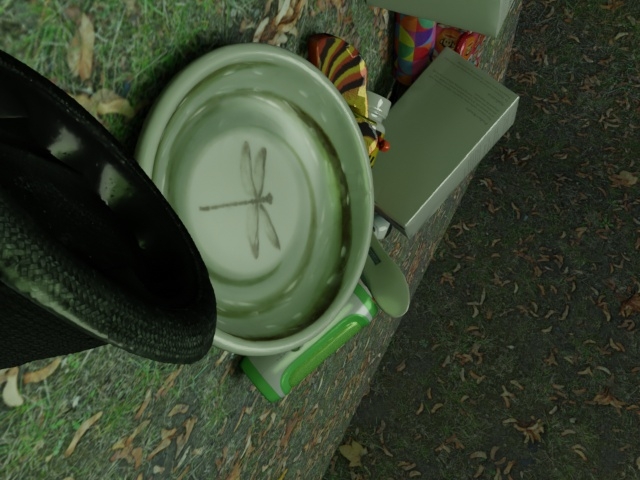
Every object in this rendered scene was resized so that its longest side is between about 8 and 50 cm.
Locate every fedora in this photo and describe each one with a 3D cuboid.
[{"bbox_3d":[-0.232,0.001,0.476,0.153,0.334,0.334,-35,162,5],"label":"fedora"}]

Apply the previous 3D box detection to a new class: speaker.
[{"bbox_3d":[-0.023,0.204,1.272,0.296,0.131,0.131,-40,156,-8],"label":"speaker"}]

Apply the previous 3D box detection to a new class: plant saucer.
[{"bbox_3d":[-0.088,-0.051,0.804,0.401,0.101,0.400,-1,91,-46],"label":"plant saucer"}]

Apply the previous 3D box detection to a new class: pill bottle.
[{"bbox_3d":[0.058,-0.191,1.195,0.208,0.119,0.119,-70,162,7],"label":"pill bottle"}]

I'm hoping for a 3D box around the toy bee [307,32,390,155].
[{"bbox_3d":[0.044,-0.210,1.065,0.298,0.162,0.195,106,-27,-44],"label":"toy bee"}]

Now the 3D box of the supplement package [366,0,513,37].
[{"bbox_3d":[0.214,-0.501,1.040,0.145,0.262,0.204,-63,161,-13],"label":"supplement package"}]

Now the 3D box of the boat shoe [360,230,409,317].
[{"bbox_3d":[0.121,0.064,1.299,0.079,0.227,0.081,-26,166,-7],"label":"boat shoe"}]

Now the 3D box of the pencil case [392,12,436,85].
[{"bbox_3d":[0.217,-0.461,1.349,0.104,0.104,0.236,-58,163,-27],"label":"pencil case"}]

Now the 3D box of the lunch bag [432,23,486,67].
[{"bbox_3d":[0.380,-0.522,1.736,0.293,0.120,0.258,-49,158,-42],"label":"lunch bag"}]

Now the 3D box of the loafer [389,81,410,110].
[{"bbox_3d":[0.233,-0.363,1.538,0.267,0.084,0.096,-68,162,2],"label":"loafer"}]

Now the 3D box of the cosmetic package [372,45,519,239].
[{"bbox_3d":[0.245,-0.218,1.381,0.385,0.217,0.156,-47,162,2],"label":"cosmetic package"}]

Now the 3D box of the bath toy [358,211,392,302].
[{"bbox_3d":[0.122,0.036,1.629,0.151,0.129,0.348,-9,125,-29],"label":"bath toy"}]
